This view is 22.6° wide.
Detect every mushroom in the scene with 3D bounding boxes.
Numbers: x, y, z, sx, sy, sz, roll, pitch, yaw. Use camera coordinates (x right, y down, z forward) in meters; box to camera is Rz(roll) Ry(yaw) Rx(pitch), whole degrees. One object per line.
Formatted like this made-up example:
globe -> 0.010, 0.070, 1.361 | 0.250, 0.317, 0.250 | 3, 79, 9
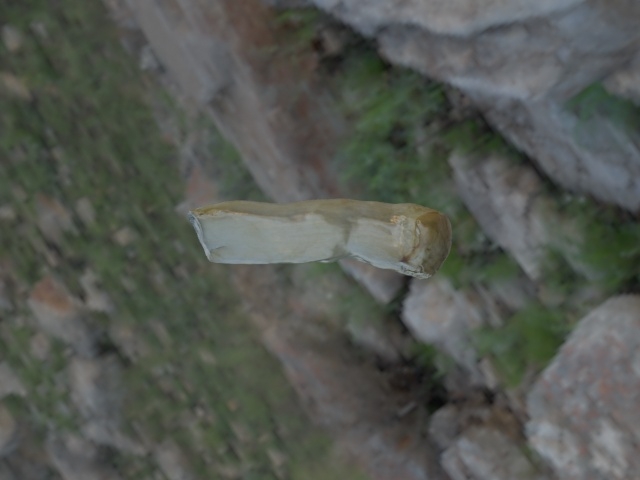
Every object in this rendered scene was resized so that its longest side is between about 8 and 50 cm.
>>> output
mushroom -> 0.000, -0.003, 1.209 | 0.054, 0.202, 0.059 | -92, 7, -69
